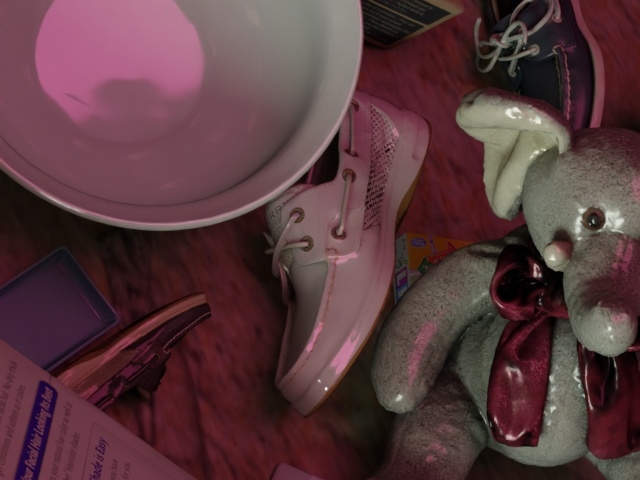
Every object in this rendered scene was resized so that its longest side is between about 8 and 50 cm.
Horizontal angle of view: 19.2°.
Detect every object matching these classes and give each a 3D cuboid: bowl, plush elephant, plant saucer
[{"bbox_3d":[-0.129,-0.137,1.297,0.297,0.134,0.298,4,75,-15],"label":"bowl"},{"bbox_3d":[0.180,0.041,1.272,0.271,0.255,0.330,12,51,0],"label":"plush elephant"},{"bbox_3d":[-0.220,0.077,1.239,0.192,0.018,0.067,-36,88,-37],"label":"plant saucer"}]

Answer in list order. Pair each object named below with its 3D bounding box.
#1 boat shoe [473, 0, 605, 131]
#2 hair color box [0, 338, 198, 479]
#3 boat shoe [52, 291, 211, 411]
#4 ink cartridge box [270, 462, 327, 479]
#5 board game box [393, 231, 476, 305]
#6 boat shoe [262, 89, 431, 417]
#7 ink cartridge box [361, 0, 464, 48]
[{"bbox_3d":[0.171,-0.171,1.524,0.079,0.095,0.255,11,62,-27],"label":"boat shoe"},{"bbox_3d":[-0.183,0.162,1.101,0.339,0.110,0.185,39,18,-15],"label":"hair color box"},{"bbox_3d":[-0.130,0.087,1.266,0.152,0.056,0.049,-33,91,-26],"label":"boat shoe"},{"bbox_3d":[0.033,0.307,1.245,0.239,0.060,0.275,20,53,8],"label":"ink cartridge box"},{"bbox_3d":[0.129,0.055,1.439,0.154,0.026,0.103,8,65,-26],"label":"board game box"},{"bbox_3d":[0.000,0.000,1.354,0.096,0.098,0.277,29,48,-14],"label":"boat shoe"},{"bbox_3d":[0.011,-0.290,1.459,0.193,0.088,0.235,18,58,-47],"label":"ink cartridge box"}]
